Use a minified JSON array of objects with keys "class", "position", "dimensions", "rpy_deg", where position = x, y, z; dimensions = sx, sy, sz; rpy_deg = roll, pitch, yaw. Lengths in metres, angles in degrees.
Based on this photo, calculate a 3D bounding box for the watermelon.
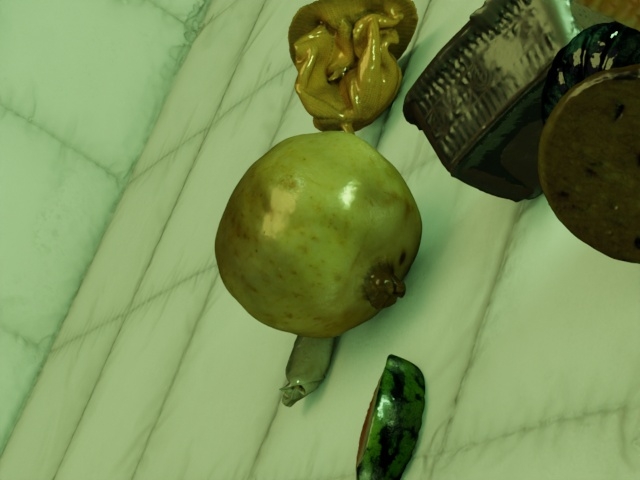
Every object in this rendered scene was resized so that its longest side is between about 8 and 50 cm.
[{"class":"watermelon","position":[0.077,0.225,1.811],"dimensions":[0.119,0.063,0.245],"rpy_deg":[123,165,-49]}]

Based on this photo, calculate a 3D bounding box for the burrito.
[{"class":"burrito","position":[-0.002,0.118,2.146],"dimensions":[0.082,0.059,0.275],"rpy_deg":[-45,23,52]}]

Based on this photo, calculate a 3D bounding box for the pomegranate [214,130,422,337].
[{"class":"pomegranate","position":[-0.005,-0.013,2.026],"dimensions":[0.307,0.307,0.307],"rpy_deg":[-49,22,27]}]

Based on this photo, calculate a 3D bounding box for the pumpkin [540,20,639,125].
[{"class":"pumpkin","position":[0.321,-0.134,1.531],"dimensions":[0.194,0.194,0.150],"rpy_deg":[-43,26,39]}]

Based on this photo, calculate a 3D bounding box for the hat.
[{"class":"hat","position":[0.059,-0.241,2.395],"dimensions":[0.244,0.233,0.233],"rpy_deg":[-16,58,22]}]

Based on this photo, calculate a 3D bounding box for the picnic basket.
[{"class":"picnic basket","position":[0.253,-0.175,1.757],"dimensions":[0.297,0.222,0.129],"rpy_deg":[-46,40,33]}]

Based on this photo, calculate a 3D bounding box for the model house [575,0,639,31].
[{"class":"model house","position":[0.377,-0.228,1.353],"dimensions":[0.202,0.237,0.237],"rpy_deg":[123,145,-52]}]

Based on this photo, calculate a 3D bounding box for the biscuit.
[{"class":"biscuit","position":[0.316,-0.072,1.444],"dimensions":[0.212,0.212,0.036],"rpy_deg":[-47,-2,30]}]
